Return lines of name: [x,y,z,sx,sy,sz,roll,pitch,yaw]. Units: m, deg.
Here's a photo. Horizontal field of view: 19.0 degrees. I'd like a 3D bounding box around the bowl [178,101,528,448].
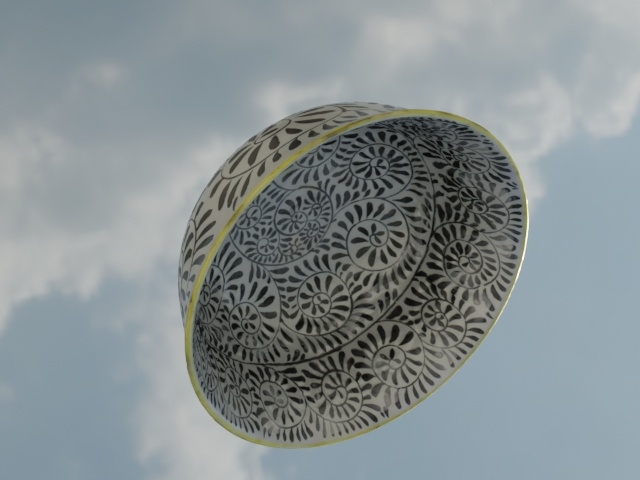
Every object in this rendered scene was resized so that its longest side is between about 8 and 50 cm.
bowl: [0.000,0.000,0.840,0.170,0.170,0.080,-22,-138,-20]
